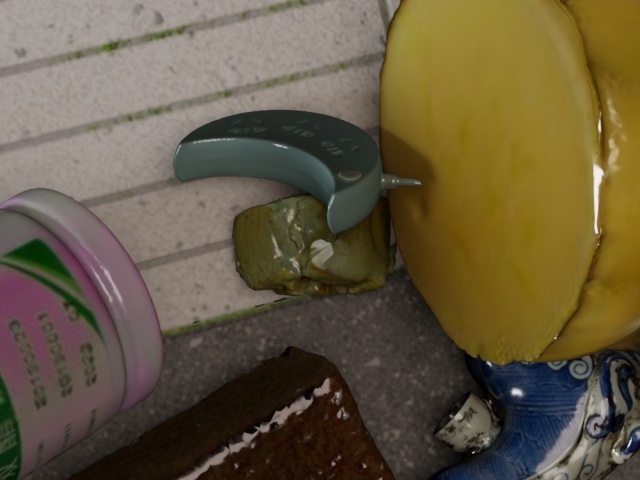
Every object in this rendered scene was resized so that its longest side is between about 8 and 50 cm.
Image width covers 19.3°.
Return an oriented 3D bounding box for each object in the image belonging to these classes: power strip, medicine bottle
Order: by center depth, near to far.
[{"bbox_3d":[-0.309,0.114,1.515,0.325,0.212,0.212,-31,94,-35],"label":"medicine bottle"},{"bbox_3d":[-0.013,-0.065,1.661,0.137,0.216,0.044,-37,135,-47],"label":"power strip"}]

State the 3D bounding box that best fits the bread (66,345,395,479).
[{"bbox_3d":[-0.142,0.261,1.633,0.416,0.113,0.165,-30,112,-13],"label":"bread"}]

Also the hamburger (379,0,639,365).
[{"bbox_3d":[0.247,-0.077,1.612,0.277,0.396,0.396,-7,89,-25],"label":"hamburger"}]

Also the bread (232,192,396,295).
[{"bbox_3d":[0.006,-0.001,1.693,0.156,0.110,0.103,-8,83,-13],"label":"bread"}]

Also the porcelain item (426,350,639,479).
[{"bbox_3d":[0.174,0.191,1.709,0.186,0.138,0.288,37,79,2],"label":"porcelain item"}]
